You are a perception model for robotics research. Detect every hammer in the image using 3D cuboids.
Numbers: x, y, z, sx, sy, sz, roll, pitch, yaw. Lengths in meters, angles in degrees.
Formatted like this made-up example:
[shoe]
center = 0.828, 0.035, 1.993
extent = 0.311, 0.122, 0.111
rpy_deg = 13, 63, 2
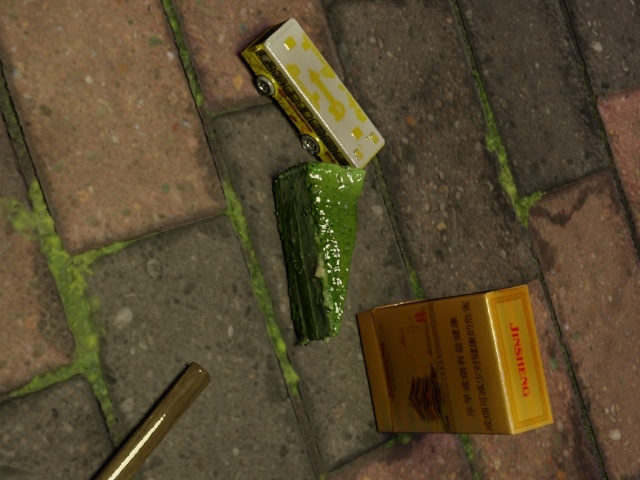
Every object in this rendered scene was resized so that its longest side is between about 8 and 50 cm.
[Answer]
[hammer]
center = -0.250, 0.281, 1.167
extent = 0.111, 0.043, 0.365
rpy_deg = 49, 57, -15

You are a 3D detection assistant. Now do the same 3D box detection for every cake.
[cake]
center = 0.012, 0.017, 1.344
extent = 0.099, 0.100, 0.235
rpy_deg = -5, 84, -33

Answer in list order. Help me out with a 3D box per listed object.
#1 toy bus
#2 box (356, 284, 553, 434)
[toy bus]
center = -0.011, -0.190, 1.382
extent = 0.081, 0.074, 0.226
rpy_deg = -46, 108, -30
[box]
center = 0.166, 0.160, 1.315
extent = 0.076, 0.274, 0.174
rpy_deg = -7, 85, -33
